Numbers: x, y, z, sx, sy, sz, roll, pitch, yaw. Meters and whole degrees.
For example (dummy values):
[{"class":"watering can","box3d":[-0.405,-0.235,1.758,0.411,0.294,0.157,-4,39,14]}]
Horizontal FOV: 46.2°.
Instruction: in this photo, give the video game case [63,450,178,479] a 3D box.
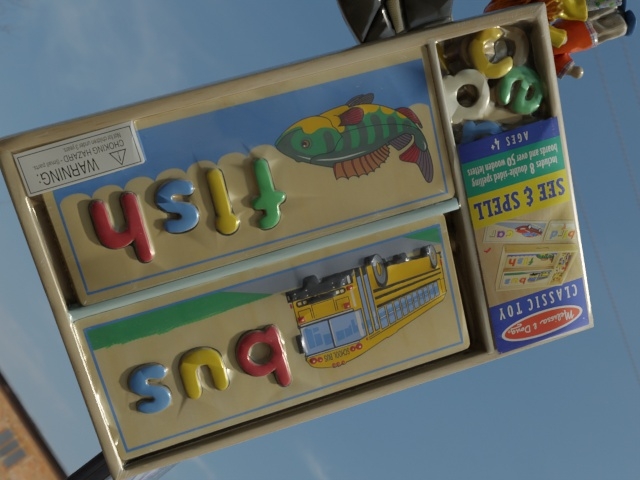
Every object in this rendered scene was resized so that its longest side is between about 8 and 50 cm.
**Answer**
[{"class":"video game case","box3d":[-0.142,0.193,0.746,0.026,0.196,0.274,51,-12,11]}]

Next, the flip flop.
[{"class":"flip flop","box3d":[0.079,-0.207,0.692,0.277,0.112,0.080,57,6,-46]}]

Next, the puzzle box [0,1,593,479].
[{"class":"puzzle box","box3d":[0.000,0.000,0.578,0.052,0.409,0.272,-133,-152,-71]}]

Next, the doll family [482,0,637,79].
[{"class":"doll family","box3d":[0.214,-0.294,0.779,0.118,0.163,0.262,64,4,-76]}]
